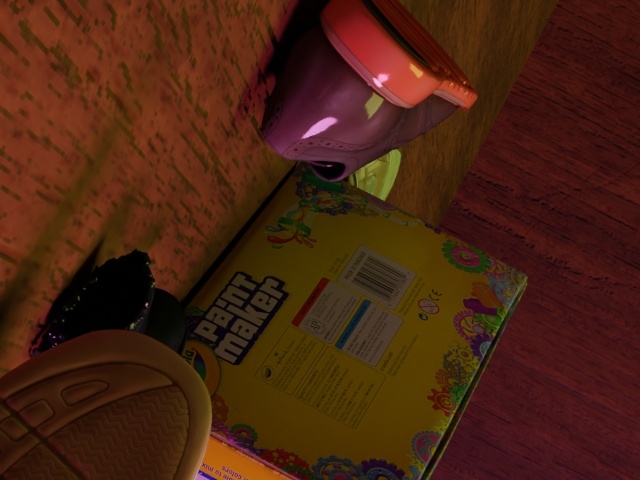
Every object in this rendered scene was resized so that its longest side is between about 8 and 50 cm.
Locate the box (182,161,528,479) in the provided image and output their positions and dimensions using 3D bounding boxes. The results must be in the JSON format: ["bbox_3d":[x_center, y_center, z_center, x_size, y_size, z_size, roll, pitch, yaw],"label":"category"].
[{"bbox_3d":[-0.030,0.155,1.263,0.290,0.177,0.279,-54,169,-55],"label":"box"}]

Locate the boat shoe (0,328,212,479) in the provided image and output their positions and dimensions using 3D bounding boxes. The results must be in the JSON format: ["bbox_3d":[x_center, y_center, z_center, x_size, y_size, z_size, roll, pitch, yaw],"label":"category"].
[{"bbox_3d":[-0.145,0.155,0.766,0.277,0.098,0.096,-51,171,-14],"label":"boat shoe"}]

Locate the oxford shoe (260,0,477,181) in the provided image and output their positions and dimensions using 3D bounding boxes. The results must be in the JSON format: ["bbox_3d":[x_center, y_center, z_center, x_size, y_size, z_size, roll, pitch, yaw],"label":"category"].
[{"bbox_3d":[0.021,-0.090,1.143,0.098,0.097,0.271,-43,172,10],"label":"oxford shoe"}]

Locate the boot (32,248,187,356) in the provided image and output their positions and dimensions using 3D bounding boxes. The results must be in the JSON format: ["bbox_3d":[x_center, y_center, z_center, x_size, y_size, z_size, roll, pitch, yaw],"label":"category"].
[{"bbox_3d":[-0.094,0.042,0.911,0.121,0.045,0.099,-56,168,-40],"label":"boot"}]

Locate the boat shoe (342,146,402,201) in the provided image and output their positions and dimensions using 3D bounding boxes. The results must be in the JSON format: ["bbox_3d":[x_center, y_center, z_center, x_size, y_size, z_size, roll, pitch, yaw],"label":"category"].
[{"bbox_3d":[0.000,0.000,1.413,0.072,0.068,0.190,-33,142,-52],"label":"boat shoe"}]
